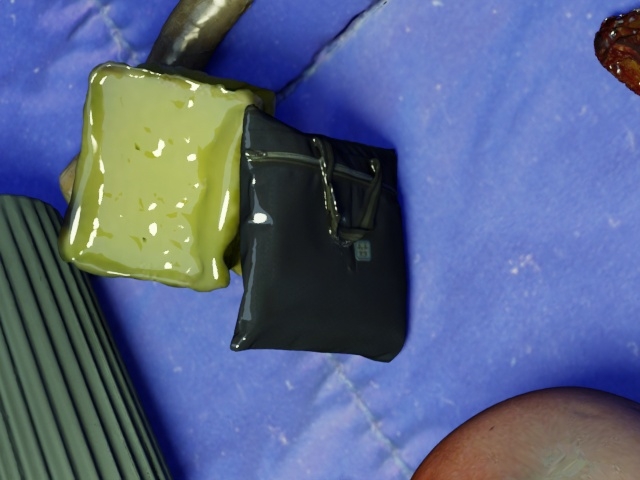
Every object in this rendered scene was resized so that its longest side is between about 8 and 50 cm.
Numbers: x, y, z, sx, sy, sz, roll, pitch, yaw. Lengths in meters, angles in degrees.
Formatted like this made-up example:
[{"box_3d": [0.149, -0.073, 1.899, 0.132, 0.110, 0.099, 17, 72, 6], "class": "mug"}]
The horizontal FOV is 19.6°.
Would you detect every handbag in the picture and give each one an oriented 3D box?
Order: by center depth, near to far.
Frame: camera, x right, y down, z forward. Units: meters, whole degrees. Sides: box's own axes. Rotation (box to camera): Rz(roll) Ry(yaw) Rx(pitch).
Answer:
[{"box_3d": [0.000, 0.000, 1.657, 0.088, 0.254, 0.211, -1, 84, 34], "class": "handbag"}]

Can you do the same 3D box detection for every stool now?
[{"box_3d": [-0.323, 0.154, 1.786, 0.297, 0.297, 0.330, -29, 69, 21], "class": "stool"}]

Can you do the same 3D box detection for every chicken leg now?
[{"box_3d": [0.332, -0.147, 1.628, 0.205, 0.053, 0.093, 36, 86, 21], "class": "chicken leg"}]

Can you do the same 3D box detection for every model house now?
[{"box_3d": [-0.119, -0.063, 1.746, 0.174, 0.234, 0.193, 11, 96, 14], "class": "model house"}]

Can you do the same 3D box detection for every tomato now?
[{"box_3d": [0.201, 0.270, 1.496, 0.321, 0.321, 0.321, -3, 83, 26], "class": "tomato"}]

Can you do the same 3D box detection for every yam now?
[{"box_3d": [-0.165, -0.152, 1.862, 0.066, 0.066, 0.300, 40, 102, 24], "class": "yam"}]
